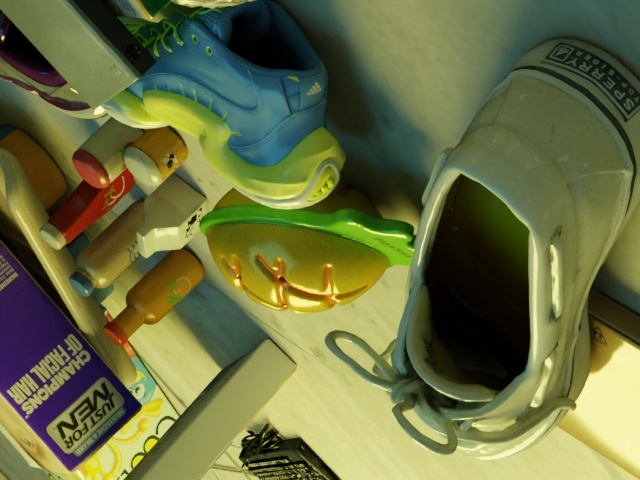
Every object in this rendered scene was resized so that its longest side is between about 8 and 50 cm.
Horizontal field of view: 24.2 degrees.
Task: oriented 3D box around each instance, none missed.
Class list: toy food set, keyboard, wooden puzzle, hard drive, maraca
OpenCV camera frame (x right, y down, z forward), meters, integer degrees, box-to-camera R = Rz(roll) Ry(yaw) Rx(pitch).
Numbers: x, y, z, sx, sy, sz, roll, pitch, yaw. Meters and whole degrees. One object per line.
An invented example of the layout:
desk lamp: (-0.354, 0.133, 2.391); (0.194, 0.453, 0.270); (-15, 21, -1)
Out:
toy food set: (-0.171, -0.011, 1.275); (0.111, 0.104, 0.232); (37, 156, 15)
keyboard: (-0.051, 0.246, 1.608); (0.100, 0.038, 0.192); (47, 156, -6)
wooden puzzle: (-0.330, -0.032, 1.549); (0.348, 0.080, 0.322); (31, 154, 38)
hard drive: (-0.168, -0.146, 0.933); (0.135, 0.022, 0.094); (48, 157, -12)
maraca: (0.000, 0.000, 1.025); (0.185, 0.099, 0.127); (0, 165, 40)

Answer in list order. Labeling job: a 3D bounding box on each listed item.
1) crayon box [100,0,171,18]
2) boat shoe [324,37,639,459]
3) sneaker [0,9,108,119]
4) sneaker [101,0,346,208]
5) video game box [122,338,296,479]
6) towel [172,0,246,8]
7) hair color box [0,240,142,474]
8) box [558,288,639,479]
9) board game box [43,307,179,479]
crayon box: (-0.197, -0.235, 0.963); (0.278, 0.081, 0.165); (14, 143, 50)
boat shoe: (0.085, 0.056, 0.860); (0.136, 0.156, 0.367); (39, 151, 16)
sneaker: (-0.251, -0.168, 1.127); (0.223, 0.083, 0.098); (20, 168, 10)
sneaker: (-0.074, -0.124, 0.978); (0.240, 0.091, 0.126); (32, 136, 27)
video game box: (-0.124, 0.195, 1.425); (0.048, 0.205, 0.187); (44, 158, -5)
towel: (-0.073, -0.225, 0.597); (0.283, 0.121, 0.235); (32, 152, -24)
hair color box: (-0.345, 0.077, 1.511); (0.339, 0.110, 0.185); (50, 159, -11)
box: (0.204, 0.104, 0.963); (0.201, 0.021, 0.164); (32, 154, 26)
board game box: (-0.275, 0.207, 1.773); (0.144, 0.142, 0.275); (17, 146, 47)
